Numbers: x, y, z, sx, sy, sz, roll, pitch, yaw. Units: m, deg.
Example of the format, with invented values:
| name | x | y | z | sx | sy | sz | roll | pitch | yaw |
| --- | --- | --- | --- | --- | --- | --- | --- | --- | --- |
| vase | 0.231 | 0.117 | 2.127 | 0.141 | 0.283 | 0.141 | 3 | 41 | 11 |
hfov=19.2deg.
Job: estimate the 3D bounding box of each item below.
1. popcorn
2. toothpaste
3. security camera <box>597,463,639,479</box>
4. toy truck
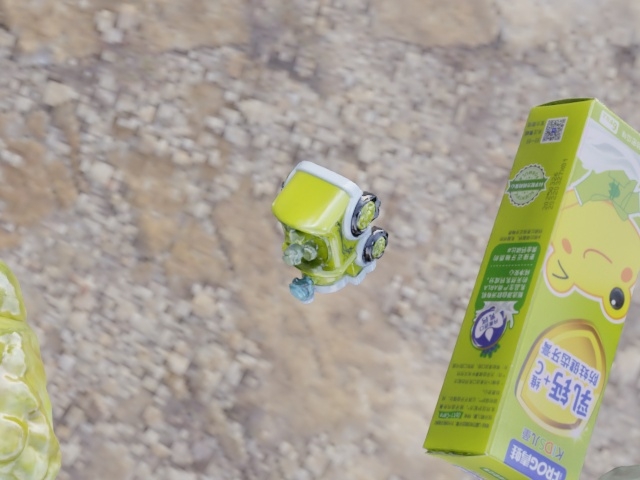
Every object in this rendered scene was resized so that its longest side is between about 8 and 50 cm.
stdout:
| name | x | y | z | sx | sy | sz | roll | pitch | yaw |
| --- | --- | --- | --- | --- | --- | --- | --- | --- | --- |
| popcorn | -0.359 | 0.138 | 1.618 | 0.250 | 0.242 | 0.235 | -1 | 127 | -27 |
| toothpaste | 0.190 | 0.046 | 1.557 | 0.110 | 0.077 | 0.327 | 33 | 68 | -36 |
| security camera | 0.152 | 0.260 | 0.940 | 0.157 | 0.080 | 0.301 | 21 | 92 | -17 |
| toy truck | 0.000 | 0.000 | 1.425 | 0.077 | 0.076 | 0.111 | -51 | 149 | -26 |
